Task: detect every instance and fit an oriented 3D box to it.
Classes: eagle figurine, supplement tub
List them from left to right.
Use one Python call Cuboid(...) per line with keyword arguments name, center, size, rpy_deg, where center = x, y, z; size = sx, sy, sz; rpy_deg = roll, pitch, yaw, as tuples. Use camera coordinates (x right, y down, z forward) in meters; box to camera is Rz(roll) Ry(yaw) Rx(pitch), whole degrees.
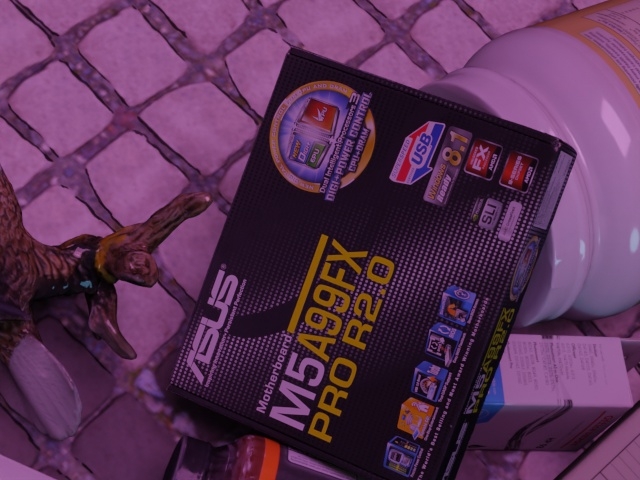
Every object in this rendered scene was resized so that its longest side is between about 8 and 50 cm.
Cuboid(name="eagle figurine", center=(-0.268, -0.009, 1.134), size=(0.298, 0.226, 0.225), rpy_deg=(12, 28, -34))
Cuboid(name="supplement tub", center=(-0.018, 0.203, 1.168), size=(0.198, 0.106, 0.106), rpy_deg=(19, 59, -8))
Cuboid(name="supplement tub", center=(0.252, -0.076, 1.327), size=(0.331, 0.241, 0.241), rpy_deg=(-20, 71, -27))

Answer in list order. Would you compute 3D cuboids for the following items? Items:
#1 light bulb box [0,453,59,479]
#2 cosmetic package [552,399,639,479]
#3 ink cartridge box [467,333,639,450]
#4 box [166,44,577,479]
Cuboid(name="light bulb box", center=(-0.314, 0.292, 0.949), size=(0.358, 0.225, 0.361), rpy_deg=(25, 58, -4))
Cuboid(name="cosmetic package", center=(0.286, 0.198, 1.270), size=(0.309, 0.113, 0.160), rpy_deg=(-35, 79, -29))
Cuboid(name="ink cartridge box", center=(0.171, 0.120, 1.275), size=(0.180, 0.104, 0.060), rpy_deg=(3, 63, -17))
Cuboid(name="box", center=(0.034, 0.022, 1.169), size=(0.216, 0.060, 0.270), rpy_deg=(22, 94, 20))
